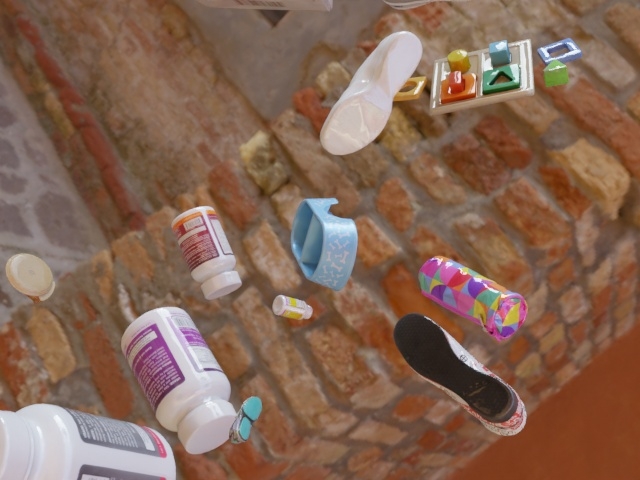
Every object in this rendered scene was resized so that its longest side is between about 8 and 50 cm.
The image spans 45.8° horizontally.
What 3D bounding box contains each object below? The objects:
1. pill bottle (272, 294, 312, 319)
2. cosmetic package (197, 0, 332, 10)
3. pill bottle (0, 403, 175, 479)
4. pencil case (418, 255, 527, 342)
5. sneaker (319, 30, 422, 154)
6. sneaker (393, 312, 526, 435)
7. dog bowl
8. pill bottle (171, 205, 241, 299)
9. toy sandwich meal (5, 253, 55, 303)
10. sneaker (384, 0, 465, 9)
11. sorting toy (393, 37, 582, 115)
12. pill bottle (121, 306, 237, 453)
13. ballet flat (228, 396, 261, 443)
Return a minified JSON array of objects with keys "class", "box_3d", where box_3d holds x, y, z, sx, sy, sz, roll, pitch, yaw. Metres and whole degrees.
[{"class":"pill bottle","box_3d":[-0.059,0.147,1.638,0.083,0.043,0.043,19,28,-35]},{"class":"cosmetic package","box_3d":[-0.073,-0.503,1.005,0.197,0.365,0.155,5,10,4]},{"class":"pill bottle","box_3d":[-0.380,0.341,1.124,0.318,0.176,0.176,36,17,-53]},{"class":"pencil case","box_3d":[0.299,0.112,1.514,0.104,0.104,0.236,34,-2,-39]},{"class":"sneaker","box_3d":[0.068,-0.222,1.150,0.080,0.212,0.094,37,0,-27]},{"class":"sneaker","box_3d":[0.246,0.241,1.338,0.270,0.090,0.145,37,-6,39]},{"class":"dog bowl","box_3d":[0.000,0.000,1.741,0.074,0.166,0.297,10,20,-18]},{"class":"pill bottle","box_3d":[-0.291,0.033,1.957,0.221,0.121,0.121,66,19,12]},{"class":"toy sandwich meal","box_3d":[-0.459,0.059,1.194,0.085,0.029,0.085,32,37,-28]},{"class":"sneaker","box_3d":[0.200,-0.463,1.296,0.115,0.281,0.105,2,82,-48]},{"class":"sorting toy","box_3d":[0.281,-0.301,1.346,0.196,0.348,0.047,-75,149,-46]},{"class":"pill bottle","box_3d":[-0.298,0.301,1.631,0.169,0.169,0.301,26,22,-54]},{"class":"ballet flat","box_3d":[-0.136,0.315,1.326,0.041,0.041,0.114,44,25,-9]}]
